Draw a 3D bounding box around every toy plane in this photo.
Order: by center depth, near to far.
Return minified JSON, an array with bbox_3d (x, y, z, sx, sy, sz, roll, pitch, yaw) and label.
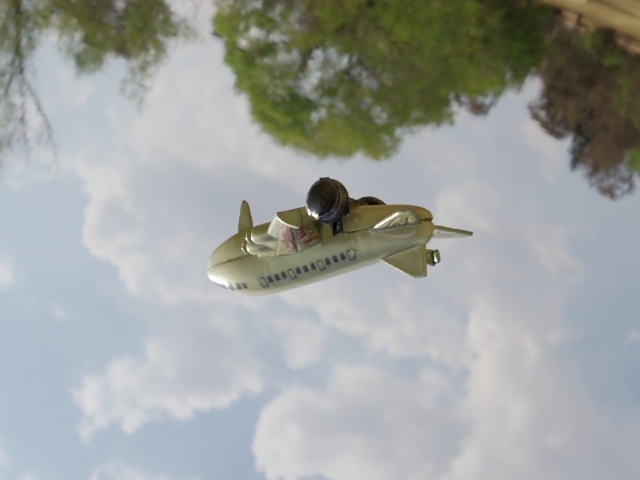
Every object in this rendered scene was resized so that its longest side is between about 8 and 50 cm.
[{"bbox_3d":[0.000,0.000,1.096,0.244,0.092,0.229,-4,168,33],"label":"toy plane"}]
